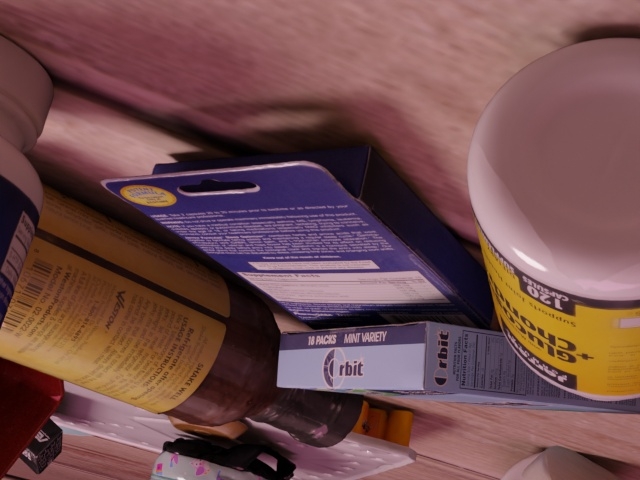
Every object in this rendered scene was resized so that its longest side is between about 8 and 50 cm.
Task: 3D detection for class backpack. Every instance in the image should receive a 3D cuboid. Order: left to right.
[{"bbox_3d":[-0.109,0.263,0.978,0.152,0.115,0.182,6,166,6],"label":"backpack"}]

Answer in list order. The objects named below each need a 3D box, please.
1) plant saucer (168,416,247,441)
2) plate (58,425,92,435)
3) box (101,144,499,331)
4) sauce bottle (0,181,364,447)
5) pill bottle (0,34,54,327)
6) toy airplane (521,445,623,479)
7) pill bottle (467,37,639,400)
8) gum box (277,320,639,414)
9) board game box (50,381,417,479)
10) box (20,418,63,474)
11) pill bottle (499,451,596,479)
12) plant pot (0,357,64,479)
[{"bbox_3d":[-0.113,0.181,0.928,0.083,0.015,0.083,11,157,5],"label":"plant saucer"},{"bbox_3d":[-0.410,0.244,1.363,0.188,0.024,0.188,12,158,5],"label":"plate"},{"bbox_3d":[0.000,0.000,0.535,0.136,0.036,0.225,-2,156,31],"label":"box"},{"bbox_3d":[-0.108,0.064,0.652,0.344,0.111,0.111,32,151,-36],"label":"sauce bottle"},{"bbox_3d":[-0.192,-0.004,0.434,0.112,0.186,0.112,11,158,4],"label":"pill bottle"},{"bbox_3d":[0.324,0.289,0.627,0.386,0.272,0.384,36,-178,32],"label":"toy airplane"},{"bbox_3d":[0.122,0.007,0.400,0.103,0.103,0.184,5,156,18],"label":"pill bottle"},{"bbox_3d":[0.091,0.085,0.618,0.184,0.041,0.157,12,167,-32],"label":"gum box"},{"bbox_3d":[-0.135,0.194,1.060,0.390,0.050,0.390,18,158,-11],"label":"board game box"},{"bbox_3d":[-0.361,0.173,1.040,0.184,0.045,0.190,45,156,2],"label":"box"},{"bbox_3d":[0.247,0.320,1.036,0.136,0.136,0.245,8,158,11],"label":"pill bottle"},{"bbox_3d":[-0.376,0.118,0.718,0.236,0.267,0.267,30,149,6],"label":"plant pot"}]
